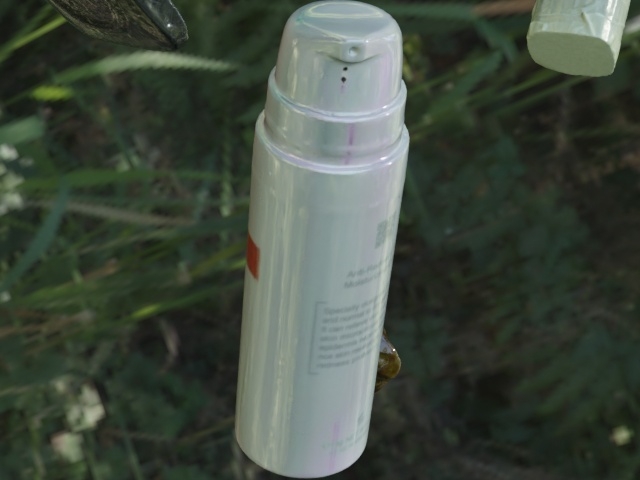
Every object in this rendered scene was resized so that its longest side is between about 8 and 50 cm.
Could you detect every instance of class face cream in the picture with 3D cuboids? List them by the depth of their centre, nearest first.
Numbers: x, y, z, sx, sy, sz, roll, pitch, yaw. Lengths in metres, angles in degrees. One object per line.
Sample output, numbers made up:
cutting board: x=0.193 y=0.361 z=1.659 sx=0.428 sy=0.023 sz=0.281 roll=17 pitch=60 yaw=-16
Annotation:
face cream: x=0.000 y=0.000 z=1.190 sx=0.102 sy=0.102 sz=0.345 roll=-51 pitch=153 yaw=-51

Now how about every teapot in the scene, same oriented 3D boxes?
teapot: x=0.216 y=-0.244 z=1.513 sx=0.077 sy=0.107 sz=0.200 roll=56 pitch=47 yaw=-62

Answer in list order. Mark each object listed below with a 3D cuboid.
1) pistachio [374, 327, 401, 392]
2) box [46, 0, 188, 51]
pistachio: x=0.009 y=0.129 z=2.140 sx=0.165 sy=0.210 sz=0.130 roll=53 pitch=55 yaw=-35
box: x=-0.238 y=-0.260 z=1.747 sx=0.042 sy=0.201 sz=0.212 roll=-53 pitch=125 yaw=-20
